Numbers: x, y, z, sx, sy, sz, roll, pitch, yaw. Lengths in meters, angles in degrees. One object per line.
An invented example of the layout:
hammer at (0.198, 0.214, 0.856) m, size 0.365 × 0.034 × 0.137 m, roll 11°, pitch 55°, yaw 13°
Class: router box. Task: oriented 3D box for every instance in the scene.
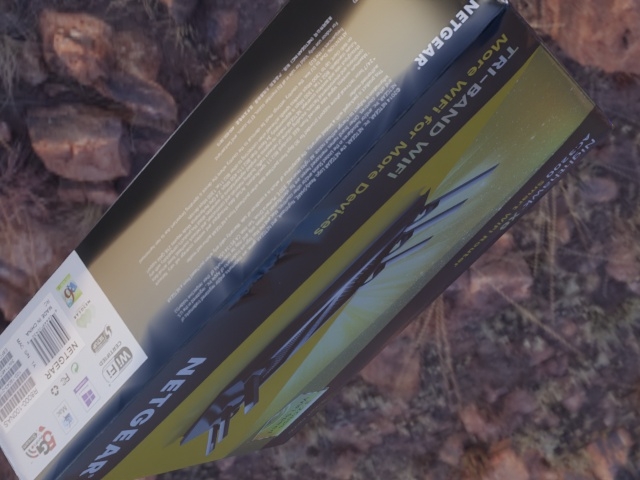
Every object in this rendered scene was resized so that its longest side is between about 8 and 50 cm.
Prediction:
router box at (0.000, 0.000, 0.505) m, size 0.309 × 0.081 × 0.243 m, roll -46°, pitch 158°, yaw 16°
